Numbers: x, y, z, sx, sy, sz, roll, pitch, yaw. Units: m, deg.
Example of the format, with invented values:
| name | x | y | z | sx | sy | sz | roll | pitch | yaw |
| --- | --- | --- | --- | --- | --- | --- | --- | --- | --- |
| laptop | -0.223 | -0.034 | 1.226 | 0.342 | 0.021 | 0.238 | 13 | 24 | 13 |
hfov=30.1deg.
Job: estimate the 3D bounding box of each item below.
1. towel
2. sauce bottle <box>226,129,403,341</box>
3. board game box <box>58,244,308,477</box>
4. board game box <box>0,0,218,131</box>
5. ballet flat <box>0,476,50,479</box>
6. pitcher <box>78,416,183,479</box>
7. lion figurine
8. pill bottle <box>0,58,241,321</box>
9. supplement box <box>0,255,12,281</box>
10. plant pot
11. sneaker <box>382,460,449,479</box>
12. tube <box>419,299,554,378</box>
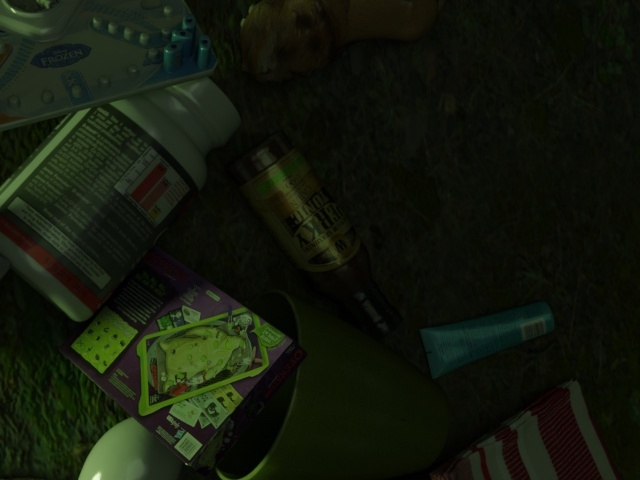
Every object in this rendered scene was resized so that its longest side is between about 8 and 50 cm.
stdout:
| name | x | y | z | sx | sy | sz | roll | pitch | yaw |
| --- | --- | --- | --- | --- | --- | --- | --- | --- | --- |
| towel | 0.331 | 0.382 | 1.815 | 0.329 | 0.037 | 0.237 | -28 | 96 | -33 |
| sauce bottle | 0.000 | 0.000 | 1.767 | 0.111 | 0.111 | 0.344 | -39 | 98 | -12 |
| board game box | -0.195 | 0.151 | 1.613 | 0.208 | 0.347 | 0.056 | -52 | 135 | -7 |
| board game box | -0.387 | -0.333 | 1.597 | 0.389 | 0.050 | 0.390 | -18 | 62 | -20 |
| ballet flat | -0.448 | 0.365 | 1.663 | 0.206 | 0.067 | 0.073 | 7 | 85 | -14 |
| pitcher | -0.275 | 0.366 | 1.689 | 0.207 | 0.125 | 0.178 | -51 | 131 | -10 |
| lion figurine | 0.072 | -0.352 | 1.780 | 0.392 | 0.142 | 0.240 | -5 | 122 | -20 |
| pill bottle | -0.288 | -0.084 | 1.646 | 0.210 | 0.210 | 0.363 | 42 | 78 | -9 |
| supplement box | -0.509 | 0.068 | 1.572 | 0.130 | 0.239 | 0.073 | 35 | 51 | -10 |
| plant pot | 0.029 | 0.240 | 1.705 | 0.293 | 0.274 | 0.275 | 18 | 84 | -25 |
| sneaker | 0.145 | 0.393 | 1.777 | 0.286 | 0.130 | 0.109 | -3 | 87 | -15 |
| tube | 0.262 | 0.148 | 1.859 | 0.207 | 0.052 | 0.080 | -16 | 87 | -9 |
